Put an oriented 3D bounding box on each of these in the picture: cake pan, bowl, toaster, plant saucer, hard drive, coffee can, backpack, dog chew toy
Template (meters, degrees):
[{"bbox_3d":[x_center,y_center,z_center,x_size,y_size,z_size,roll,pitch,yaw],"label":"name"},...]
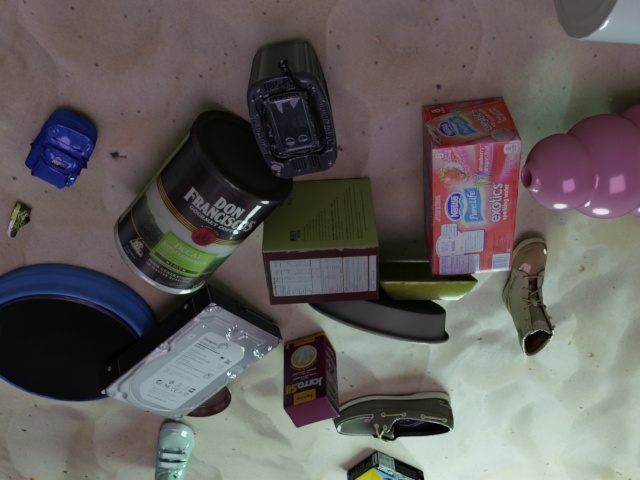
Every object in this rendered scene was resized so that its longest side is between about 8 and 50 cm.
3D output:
[{"bbox_3d":[0.118,0.130,1.470,0.293,0.293,0.054,13,97,-13],"label":"cake pan"},{"bbox_3d":[-0.558,0.218,1.627,0.391,0.077,0.391,-1,131,-1],"label":"bowl"},{"bbox_3d":[-0.048,-0.225,1.215,0.129,0.146,0.227,-12,131,7],"label":"toaster"},{"bbox_3d":[0.198,0.082,1.469,0.188,0.188,0.045,0,100,-2],"label":"plant saucer"},{"bbox_3d":[-0.299,0.369,1.802,0.168,0.029,0.168,-1,132,-1],"label":"plant saucer"},{"bbox_3d":[-0.281,0.256,1.620,0.339,0.064,0.237,-39,136,15],"label":"hard drive"},{"bbox_3d":[-0.209,-0.063,1.314,0.201,0.201,0.275,30,124,-25],"label":"coffee can"},{"bbox_3d":[-0.444,-0.157,1.291,0.098,0.101,0.120,26,122,-31],"label":"backpack"},{"bbox_3d":[0.498,-0.127,1.260,0.332,0.206,0.206,-8,132,-13],"label":"dog chew toy"}]

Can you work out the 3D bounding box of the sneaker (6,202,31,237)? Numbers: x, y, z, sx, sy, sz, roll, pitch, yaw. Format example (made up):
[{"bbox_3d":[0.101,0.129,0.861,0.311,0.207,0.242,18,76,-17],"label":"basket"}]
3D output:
[{"bbox_3d":[-0.582,-0.035,1.435,0.035,0.031,0.083,18,128,-18],"label":"sneaker"}]

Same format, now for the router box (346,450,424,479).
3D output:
[{"bbox_3d":[0.182,0.663,2.067,0.179,0.046,0.133,30,124,-26],"label":"router box"}]

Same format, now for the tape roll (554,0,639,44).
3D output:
[{"bbox_3d":[0.409,-0.407,0.987,0.100,0.286,0.286,2,131,-5],"label":"tape roll"}]

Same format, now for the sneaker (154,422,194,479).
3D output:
[{"bbox_3d":[-0.381,0.590,1.911,0.094,0.151,0.256,7,129,-6],"label":"sneaker"}]

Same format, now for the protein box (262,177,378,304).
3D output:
[{"bbox_3d":[0.000,0.000,1.378,0.201,0.200,0.136,-3,131,0],"label":"protein box"}]

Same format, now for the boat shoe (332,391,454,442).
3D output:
[{"bbox_3d":[0.180,0.449,1.849,0.305,0.091,0.109,-8,131,5],"label":"boat shoe"}]

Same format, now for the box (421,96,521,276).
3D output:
[{"bbox_3d":[0.266,-0.090,1.349,0.154,0.142,0.300,-7,131,3],"label":"box"}]

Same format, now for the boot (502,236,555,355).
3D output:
[{"bbox_3d":[0.435,0.116,1.519,0.077,0.165,0.213,0,133,-4],"label":"boot"}]

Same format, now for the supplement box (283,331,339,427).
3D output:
[{"bbox_3d":[-0.022,0.308,1.654,0.104,0.188,0.081,-18,129,13],"label":"supplement box"}]
